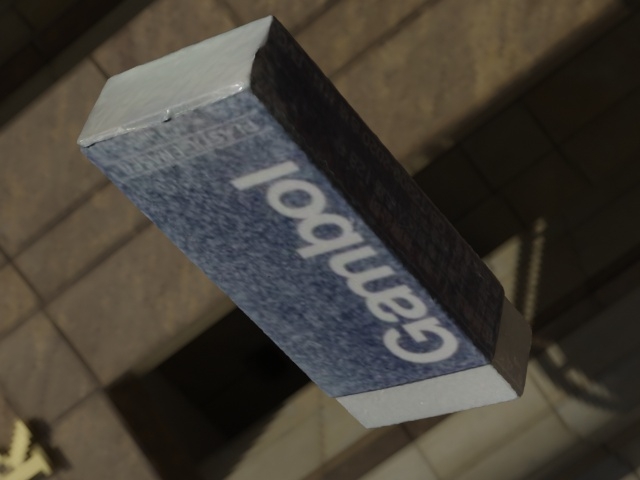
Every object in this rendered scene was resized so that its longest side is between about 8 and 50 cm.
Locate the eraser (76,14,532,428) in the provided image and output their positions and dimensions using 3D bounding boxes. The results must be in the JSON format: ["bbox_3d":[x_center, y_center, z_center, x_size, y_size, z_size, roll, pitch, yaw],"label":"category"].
[{"bbox_3d":[0.000,0.000,0.705,0.212,0.092,0.046,47,-138,-35],"label":"eraser"}]
